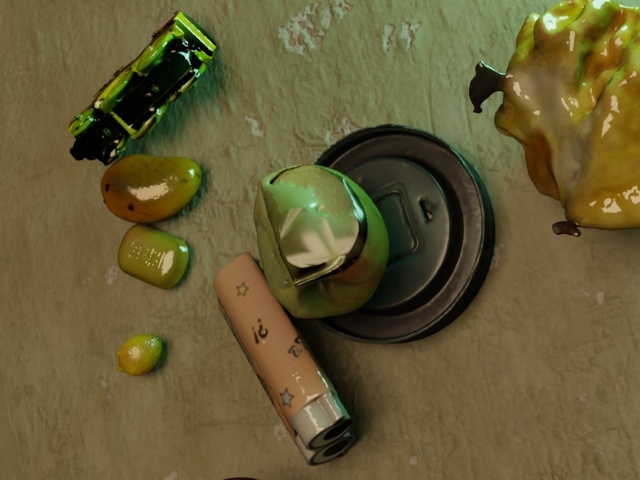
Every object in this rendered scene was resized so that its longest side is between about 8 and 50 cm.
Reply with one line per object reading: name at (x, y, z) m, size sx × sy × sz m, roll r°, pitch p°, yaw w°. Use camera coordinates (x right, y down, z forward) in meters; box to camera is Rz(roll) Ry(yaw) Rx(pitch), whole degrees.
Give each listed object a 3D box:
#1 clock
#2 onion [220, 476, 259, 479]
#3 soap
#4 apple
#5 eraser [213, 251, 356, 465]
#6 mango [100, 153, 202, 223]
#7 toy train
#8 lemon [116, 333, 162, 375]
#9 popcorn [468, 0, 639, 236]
clock at (0.098, -0.007, 1.839) m, size 0.325 × 0.067 × 0.325 m, roll -6°, pitch 78°, yaw 29°
onion at (-0.087, 0.509, 1.757) m, size 0.347 × 0.285 × 0.347 m, roll -171°, pitch 90°, yaw -72°
soap at (-0.276, 0.025, 2.059) m, size 0.140 × 0.045 × 0.089 m, roll 21°, pitch 88°, yaw 31°
apple at (0.000, 0.000, 1.757) m, size 0.207 × 0.174 × 0.188 m, roll -54°, pitch 40°, yaw 42°
eraser at (-0.054, 0.175, 1.834) m, size 0.087 × 0.171 × 0.290 m, roll -27°, pitch 64°, yaw -10°
mango at (-0.279, -0.084, 2.060) m, size 0.178 × 0.090 × 0.115 m, roll 5°, pitch 75°, yaw 22°
toy train at (-0.297, -0.241, 2.070) m, size 0.296 × 0.100 × 0.160 m, roll -38°, pitch 21°, yaw 23°
lemon at (-0.292, 0.185, 2.027) m, size 0.092 × 0.065 × 0.065 m, roll -36°, pitch 65°, yaw 14°
popcorn at (0.364, -0.166, 1.632) m, size 0.297 × 0.281 × 0.316 m, roll -3°, pitch 110°, yaw 65°
